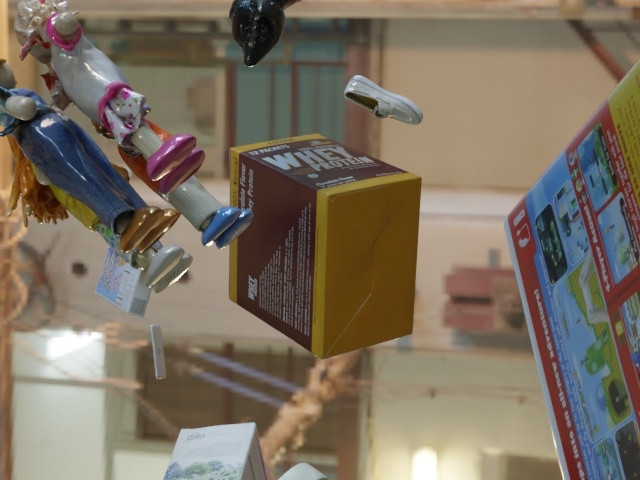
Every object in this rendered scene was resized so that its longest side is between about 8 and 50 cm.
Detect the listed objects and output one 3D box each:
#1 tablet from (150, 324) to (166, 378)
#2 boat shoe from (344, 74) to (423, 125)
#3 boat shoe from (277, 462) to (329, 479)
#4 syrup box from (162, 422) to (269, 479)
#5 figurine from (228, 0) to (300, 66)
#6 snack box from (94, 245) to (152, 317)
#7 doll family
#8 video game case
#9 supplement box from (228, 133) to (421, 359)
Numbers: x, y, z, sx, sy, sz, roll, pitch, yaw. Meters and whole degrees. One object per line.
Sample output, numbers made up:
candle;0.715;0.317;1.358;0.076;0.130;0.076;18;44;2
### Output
tablet;-0.251;0.172;2.085;0.054;0.006;0.083;23;-120;-82
boat shoe;0.074;-0.161;1.613;0.035;0.100;0.035;-59;-1;-33
boat shoe;-0.053;0.258;0.786;0.305;0.091;0.109;-47;-23;-40
syrup box;-0.124;0.305;1.471;0.237;0.093;0.096;-75;-24;-63
figurine;-0.042;-0.318;1.418;0.209;0.092;0.215;-73;-5;-49
snack box;-0.214;0.040;1.476;0.178;0.022;0.064;14;89;69
doll family;-0.153;-0.053;0.838;0.118;0.163;0.263;-45;-13;-5
video game case;0.163;0.016;0.585;0.285;0.025;0.204;121;143;-59
supplement box;0.000;0.000;1.522;0.129;0.194;0.191;-13;-65;-34
